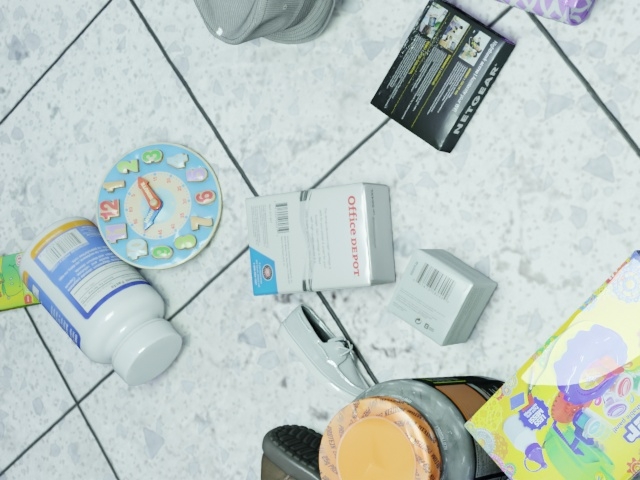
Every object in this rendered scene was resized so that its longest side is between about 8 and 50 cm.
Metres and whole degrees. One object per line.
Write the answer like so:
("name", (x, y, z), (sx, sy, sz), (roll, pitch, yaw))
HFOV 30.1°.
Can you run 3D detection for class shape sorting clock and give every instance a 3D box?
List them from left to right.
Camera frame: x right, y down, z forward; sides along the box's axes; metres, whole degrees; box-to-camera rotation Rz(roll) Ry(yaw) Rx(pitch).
("shape sorting clock", (-0.258, -0.056, 1.886), (0.206, 0.040, 0.206), (-2, 80, 12))

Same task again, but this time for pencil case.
("pencil case", (0.267, -0.351, 1.585), (0.206, 0.088, 0.086), (24, 104, 28))

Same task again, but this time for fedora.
("fedora", (-0.104, -0.375, 1.702), (0.243, 0.124, 0.275), (33, 139, 10))

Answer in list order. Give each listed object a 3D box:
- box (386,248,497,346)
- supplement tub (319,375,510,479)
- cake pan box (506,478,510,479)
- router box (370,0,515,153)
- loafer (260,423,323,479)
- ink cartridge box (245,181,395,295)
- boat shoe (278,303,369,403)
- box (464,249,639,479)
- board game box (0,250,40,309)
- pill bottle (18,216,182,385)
("box", (0.167, 0.077, 1.639), (0.101, 0.087, 0.102), (33, 106, 27))
("supplement tub", (0.143, 0.270, 1.514), (0.193, 0.316, 0.194), (-4, 83, 33))
("cake pan box", (0.246, 0.418, 1.499), (0.246, 0.266, 0.070), (-45, 44, 22))
("router box", (0.168, -0.232, 1.665), (0.133, 0.046, 0.179), (39, 108, 25))
("loafer", (0.056, 0.405, 1.692), (0.366, 0.133, 0.130), (34, 117, 31))
("ink cartridge box", (0.000, 0.000, 1.738), (0.203, 0.086, 0.148), (-6, 87, 29))
("boat shoe", (0.016, 0.166, 1.747), (0.184, 0.066, 0.063), (47, 112, 33))
("box", (0.372, 0.172, 1.407), (0.177, 0.279, 0.290), (49, 111, 21))
("board game box", (-0.561, 0.078, 2.093), (0.181, 0.043, 0.092), (-12, 84, 30))
("pill bottle", (-0.346, 0.100, 1.904), (0.272, 0.152, 0.152), (44, 110, 23))
